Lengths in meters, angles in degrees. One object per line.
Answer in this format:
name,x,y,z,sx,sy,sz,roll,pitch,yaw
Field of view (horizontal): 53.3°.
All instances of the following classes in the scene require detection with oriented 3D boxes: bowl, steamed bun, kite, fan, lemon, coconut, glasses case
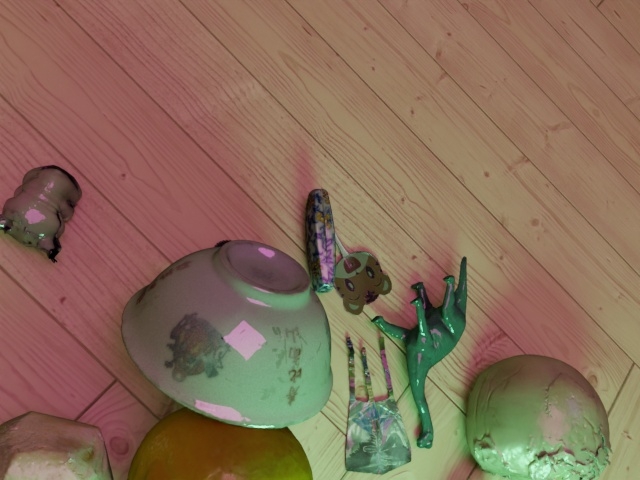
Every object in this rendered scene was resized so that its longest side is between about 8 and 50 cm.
bowl,-0.137,0.125,1.206,0.435,0.196,0.434,21,23,-9
steamed bun,0.528,0.424,1.505,0.334,0.233,0.311,17,68,-19
kite,0.130,0.377,1.472,0.169,0.015,0.309,6,73,-22
fan,0.074,0.059,1.557,0.153,0.008,0.226,-29,87,-28
lemon,-0.174,0.448,1.141,0.348,0.348,0.347,7,70,-21
coconut,-0.464,0.410,1.092,0.241,0.241,0.241,7,70,-21
glasses case,0.000,0.000,1.500,0.065,0.087,0.247,2,72,-19

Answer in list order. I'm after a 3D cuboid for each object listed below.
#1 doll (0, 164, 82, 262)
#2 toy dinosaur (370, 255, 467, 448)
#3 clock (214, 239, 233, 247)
doll,-0.559,-0.063,1.277,0.149,0.095,0.192,26,62,-16
toy dinosaur,0.303,0.267,1.551,0.384,0.129,0.330,-30,97,-30
clock,-0.205,0.034,1.444,0.083,0.010,0.074,22,66,-16
